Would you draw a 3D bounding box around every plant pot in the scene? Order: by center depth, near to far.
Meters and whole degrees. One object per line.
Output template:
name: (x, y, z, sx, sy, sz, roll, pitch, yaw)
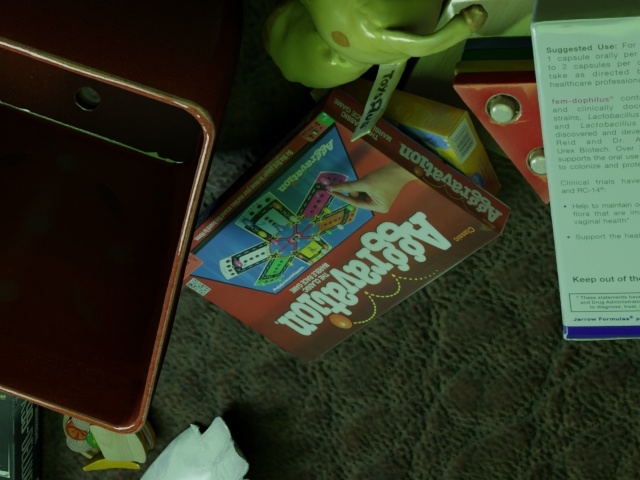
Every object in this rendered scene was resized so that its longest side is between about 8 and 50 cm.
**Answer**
plant pot: (-0.184, -0.080, 1.090, 0.267, 0.236, 0.267, 19, 128, 2)

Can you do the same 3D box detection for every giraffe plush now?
giraffe plush: (-0.004, -0.185, 0.983, 0.181, 0.210, 0.170, -30, 119, 33)

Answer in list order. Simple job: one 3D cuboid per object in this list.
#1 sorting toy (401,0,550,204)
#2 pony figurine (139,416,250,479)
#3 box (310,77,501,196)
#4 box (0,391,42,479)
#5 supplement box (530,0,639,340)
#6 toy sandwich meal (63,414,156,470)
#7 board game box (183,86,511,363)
sorting toy: (0.209, -0.118, 1.064, 0.255, 0.089, 0.257, 24, 128, -4)
pony figurine: (-0.108, 0.368, 1.405, 0.351, 0.303, 0.363, -38, 132, 25)
box: (0.051, -0.070, 1.132, 0.136, 0.028, 0.081, 19, 154, 37)
box: (-0.390, 0.129, 1.402, 0.307, 0.076, 0.242, 11, 128, 5)
supplement box: (0.191, -0.061, 0.983, 0.114, 0.111, 0.220, -3, 126, 15)
toy sandwich meal: (-0.179, 0.167, 1.409, 0.085, 0.029, 0.086, 7, 127, 9)
board game box: (0.000, 0.000, 1.184, 0.145, 0.027, 0.281, 33, 147, -12)
